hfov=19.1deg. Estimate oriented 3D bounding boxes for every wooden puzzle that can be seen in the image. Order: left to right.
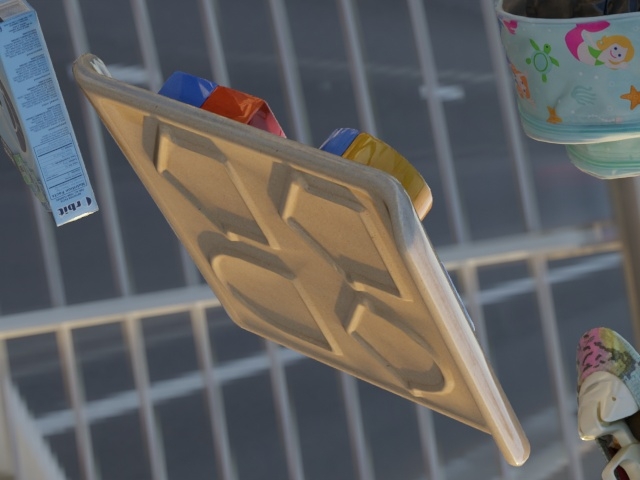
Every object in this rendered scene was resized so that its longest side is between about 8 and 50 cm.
[{"bbox_3d":[0.000,0.000,1.432,0.080,0.348,0.322,-49,140,-18],"label":"wooden puzzle"}]

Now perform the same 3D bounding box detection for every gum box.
[{"bbox_3d":[-0.247,-0.125,1.562,0.157,0.041,0.184,44,-27,55],"label":"gum box"}]

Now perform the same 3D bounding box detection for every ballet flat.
[{"bbox_3d":[0.260,0.176,1.594,0.079,0.077,0.221,-10,71,-40],"label":"ballet flat"}]

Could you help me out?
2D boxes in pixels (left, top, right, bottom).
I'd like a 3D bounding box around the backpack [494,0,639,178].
[{"bbox_3d":[0.239,-0.151,1.333,0.253,0.225,0.191,-55,136,-61],"label":"backpack"}]
